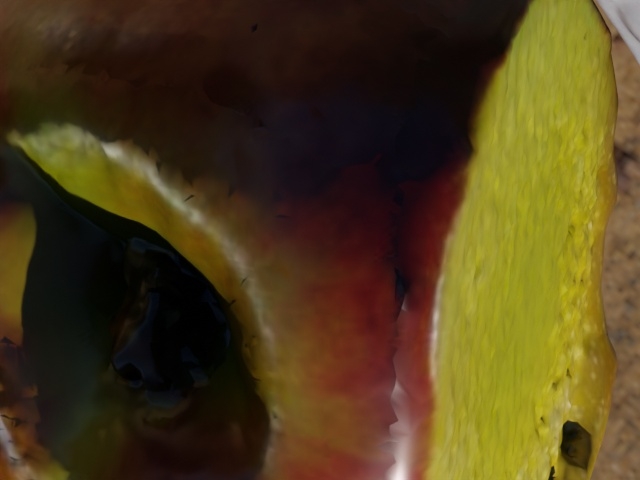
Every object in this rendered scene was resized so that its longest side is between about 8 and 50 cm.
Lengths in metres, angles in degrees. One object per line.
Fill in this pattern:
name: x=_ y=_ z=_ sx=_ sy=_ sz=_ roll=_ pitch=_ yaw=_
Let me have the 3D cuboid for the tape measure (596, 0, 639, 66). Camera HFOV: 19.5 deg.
tape measure: x=0.204 y=-0.172 z=0.906 sx=0.236 sy=0.120 sz=0.197 roll=41 pitch=66 yaw=-51

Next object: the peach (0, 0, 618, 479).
peach: x=0.000 y=0.000 z=0.632 sx=0.274 sy=0.245 sz=0.248 roll=-2 pitch=126 yaw=-59
